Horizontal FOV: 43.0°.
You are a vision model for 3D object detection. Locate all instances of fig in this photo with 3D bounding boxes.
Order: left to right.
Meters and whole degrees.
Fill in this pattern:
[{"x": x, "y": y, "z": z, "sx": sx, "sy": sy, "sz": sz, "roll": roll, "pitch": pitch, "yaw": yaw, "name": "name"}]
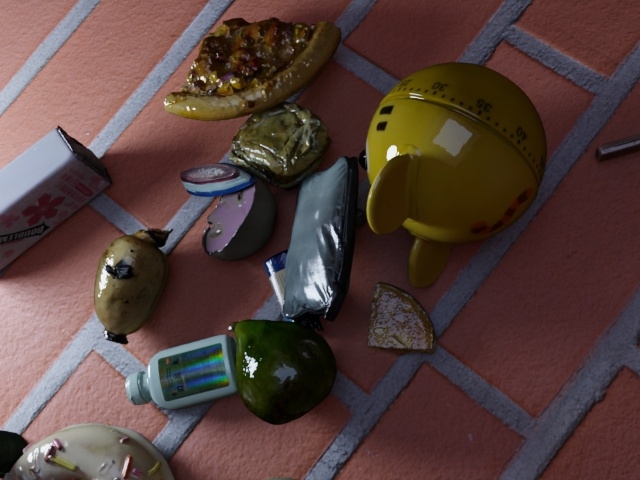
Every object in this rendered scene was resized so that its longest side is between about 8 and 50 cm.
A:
[{"x": -0.090, "y": 0.231, "z": 1.556, "sx": 0.245, "sy": 0.195, "sz": 0.195, "roll": 43, "pitch": 86, "yaw": 14, "name": "fig"}]

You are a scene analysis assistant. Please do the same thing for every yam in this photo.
[{"x": 0.051, "y": -0.032, "z": 1.680, "sx": 0.094, "sy": 0.043, "sz": 0.043, "roll": -37, "pitch": 71, "yaw": 1, "name": "yam"}]

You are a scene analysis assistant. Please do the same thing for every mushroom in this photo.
[{"x": -0.157, "y": -0.035, "z": 1.685, "sx": 0.117, "sy": 0.141, "sz": 0.188, "roll": 35, "pitch": 92, "yaw": -24, "name": "mushroom"}]

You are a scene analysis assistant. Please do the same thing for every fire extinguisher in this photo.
[{"x": -0.675, "y": 0.397, "z": 1.558, "sx": 0.095, "sy": 0.311, "sz": 0.114, "roll": -6, "pitch": 73, "yaw": 7, "name": "fire extinguisher"}]

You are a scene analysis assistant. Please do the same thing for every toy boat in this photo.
[{"x": -0.219, "y": -0.132, "z": 1.699, "sx": 0.229, "sy": 0.046, "sz": 0.080, "roll": 4, "pitch": 68, "yaw": 49, "name": "toy boat"}]

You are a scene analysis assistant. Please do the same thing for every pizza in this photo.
[{"x": -0.149, "y": -0.381, "z": 1.744, "sx": 0.409, "sy": 0.114, "sz": 0.278, "roll": -19, "pitch": 52, "yaw": -2, "name": "pizza"}, {"x": 0.145, "y": 0.165, "z": 1.603, "sx": 0.134, "sy": 0.046, "sz": 0.175, "roll": -30, "pitch": 71, "yaw": 1, "name": "pizza"}]

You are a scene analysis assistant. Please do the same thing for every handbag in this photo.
[{"x": -0.001, "y": 0.003, "z": 1.571, "sx": 0.075, "sy": 0.191, "sz": 0.332, "roll": 20, "pitch": 67, "yaw": -29, "name": "handbag"}]

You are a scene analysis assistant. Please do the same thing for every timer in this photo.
[{"x": 0.224, "y": -0.128, "z": 1.513, "sx": 0.376, "sy": 0.376, "sz": 0.387, "roll": 29, "pitch": 79, "yaw": 17, "name": "timer"}]

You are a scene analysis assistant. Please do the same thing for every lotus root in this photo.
[{"x": -0.395, "y": 0.083, "z": 1.676, "sx": 0.140, "sy": 0.154, "sz": 0.257, "roll": 16, "pitch": 82, "yaw": 9, "name": "lotus root"}]

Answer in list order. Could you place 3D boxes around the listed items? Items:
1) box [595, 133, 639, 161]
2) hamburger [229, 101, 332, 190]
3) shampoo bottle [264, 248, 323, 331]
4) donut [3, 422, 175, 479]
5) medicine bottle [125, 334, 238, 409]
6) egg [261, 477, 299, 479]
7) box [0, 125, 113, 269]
[{"x": 0.605, "y": -0.187, "z": 1.612, "sx": 0.115, "sy": 0.048, "sz": 0.025, "roll": -15, "pitch": 76, "yaw": 8, "name": "box"}, {"x": -0.082, "y": -0.198, "z": 1.722, "sx": 0.206, "sy": 0.130, "sz": 0.183, "roll": 33, "pitch": 73, "yaw": 32, "name": "hamburger"}, {"x": -0.047, "y": 0.109, "z": 1.654, "sx": 0.087, "sy": 0.050, "sz": 0.183, "roll": -23, "pitch": 71, "yaw": 1, "name": "shampoo bottle"}, {"x": -0.460, "y": 0.540, "z": 1.567, "sx": 0.382, "sy": 0.142, "sz": 0.382, "roll": -3, "pitch": 75, "yaw": 10, "name": "donut"}, {"x": -0.274, "y": 0.274, "z": 1.635, "sx": 0.229, "sy": 0.083, "sz": 0.121, "roll": -16, "pitch": 75, "yaw": 7, "name": "medicine bottle"}, {"x": -0.122, "y": 0.553, "z": 1.458, "sx": 0.218, "sy": 0.218, "sz": 0.295, "roll": 35, "pitch": 73, "yaw": 18, "name": "egg"}, {"x": -0.638, "y": -0.077, "z": 1.751, "sx": 0.370, "sy": 0.190, "sz": 0.112, "roll": -37, "pitch": 72, "yaw": 0, "name": "box"}]
